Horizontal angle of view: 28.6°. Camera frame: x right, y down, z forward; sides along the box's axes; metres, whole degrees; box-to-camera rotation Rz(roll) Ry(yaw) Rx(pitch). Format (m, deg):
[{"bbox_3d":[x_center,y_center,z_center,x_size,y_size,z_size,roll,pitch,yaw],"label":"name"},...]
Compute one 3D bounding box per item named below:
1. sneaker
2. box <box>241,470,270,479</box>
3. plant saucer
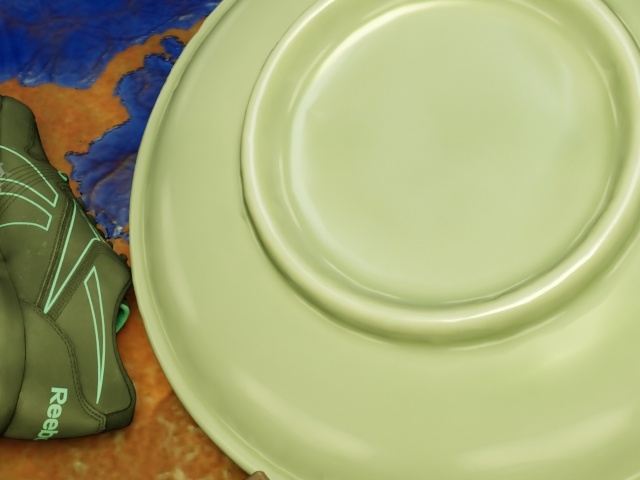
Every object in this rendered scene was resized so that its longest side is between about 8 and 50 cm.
[{"bbox_3d":[-0.176,0.016,0.769,0.106,0.101,0.267,10,43,-26],"label":"sneaker"},{"bbox_3d":[-0.123,0.287,0.510,0.381,0.143,0.191,-30,57,-24],"label":"box"},{"bbox_3d":[0.072,-0.041,0.676,0.401,0.100,0.400,-4,71,13],"label":"plant saucer"}]
